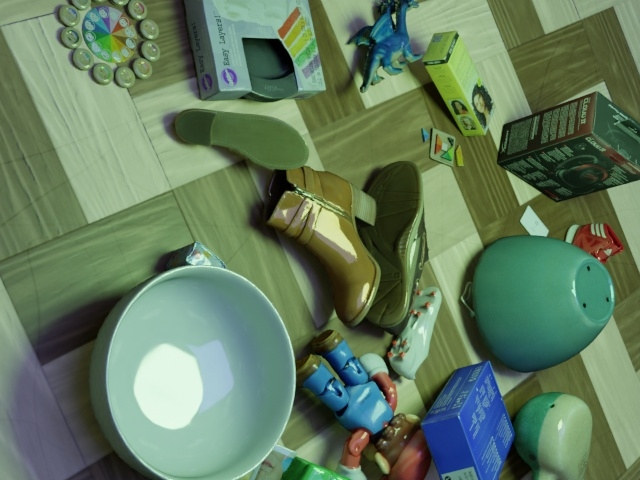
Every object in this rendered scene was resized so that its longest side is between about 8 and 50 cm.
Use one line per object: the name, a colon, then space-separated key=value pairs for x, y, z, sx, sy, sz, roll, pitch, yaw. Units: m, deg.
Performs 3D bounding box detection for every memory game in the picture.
memory game: x=-0.347 y=-0.342 z=1.622 sx=0.186 sy=0.012 sz=0.186 roll=10 pitch=73 yaw=-36

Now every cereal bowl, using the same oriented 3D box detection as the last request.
cereal bowl: x=-0.210 y=0.212 z=1.516 sx=0.339 sy=0.141 sz=0.339 roll=10 pitch=73 yaw=-36

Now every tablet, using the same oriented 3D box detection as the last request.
tablet: x=0.486 y=-0.033 z=2.218 sx=0.083 sy=0.006 sz=0.054 roll=48 pitch=54 yaw=-20

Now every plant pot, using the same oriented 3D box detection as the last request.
plant pot: x=0.481 y=0.117 z=1.998 sx=0.290 sy=0.195 sz=0.290 roll=11 pitch=73 yaw=-38

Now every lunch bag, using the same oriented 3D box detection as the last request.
lunch bag: x=-0.200 y=0.048 z=1.608 sx=0.083 sy=0.071 sz=0.053 roll=40 pitch=56 yaw=-25

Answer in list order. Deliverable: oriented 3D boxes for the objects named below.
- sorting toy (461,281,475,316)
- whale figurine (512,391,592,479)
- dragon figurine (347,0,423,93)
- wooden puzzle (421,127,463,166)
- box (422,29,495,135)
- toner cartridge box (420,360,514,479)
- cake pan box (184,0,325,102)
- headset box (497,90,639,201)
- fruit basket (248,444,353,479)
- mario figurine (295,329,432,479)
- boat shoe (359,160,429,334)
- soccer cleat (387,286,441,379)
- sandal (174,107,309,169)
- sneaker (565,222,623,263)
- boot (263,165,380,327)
sorting toy: x=0.326 y=0.126 z=2.032 sx=0.075 sy=0.045 sz=0.083 roll=41 pitch=56 yaw=-16
whale figurine: x=0.483 y=0.438 z=2.044 sx=0.216 sy=0.141 sz=0.272 roll=-46 pitch=132 yaw=-36
dragon figurine: x=0.116 y=-0.396 z=1.957 sx=0.289 sy=0.085 sz=0.144 roll=-41 pitch=105 yaw=-38
wooden puzzle: x=0.262 y=-0.198 z=2.073 sx=0.116 sy=0.014 sz=0.078 roll=8 pitch=74 yaw=-37
box: x=0.295 y=-0.327 z=2.056 sx=0.232 sy=0.058 sz=0.087 roll=50 pitch=52 yaw=-41
toner cartridge box: x=0.280 y=0.351 z=1.812 sx=0.165 sy=0.075 sz=0.348 roll=72 pitch=20 yaw=-2
cake pan box: x=-0.122 y=-0.379 z=1.776 sx=0.246 sy=0.070 sz=0.267 roll=-6 pitch=84 yaw=-37
headset box: x=0.573 y=-0.202 z=2.142 sx=0.218 sy=0.293 sz=0.110 roll=27 pitch=64 yaw=-30
fruit basket: x=-0.016 y=0.544 z=1.569 sx=0.327 sy=0.165 sz=0.353 roll=28 pitch=72 yaw=-19
mario figurine: x=0.067 y=0.323 z=1.751 sx=0.198 sy=0.170 sz=0.320 roll=-39 pitch=96 yaw=4
boat shoe: x=0.149 y=0.016 z=1.884 sx=0.123 sy=0.123 sz=0.342 roll=47 pitch=43 yaw=-58
soccer cleat: x=0.188 y=0.178 z=1.897 sx=0.076 sy=0.068 sz=0.196 roll=52 pitch=53 yaw=-36
sandal: x=-0.139 y=-0.190 z=1.715 sx=0.240 sy=0.079 sz=0.088 roll=11 pitch=106 yaw=-17
sneaker: x=0.610 y=0.051 z=2.217 sx=0.087 sy=0.128 sz=0.221 roll=28 pitch=63 yaw=-31
boot: x=0.000 y=0.000 z=1.753 sx=0.220 sy=0.109 sz=0.283 roll=22 pitch=64 yaw=-34
